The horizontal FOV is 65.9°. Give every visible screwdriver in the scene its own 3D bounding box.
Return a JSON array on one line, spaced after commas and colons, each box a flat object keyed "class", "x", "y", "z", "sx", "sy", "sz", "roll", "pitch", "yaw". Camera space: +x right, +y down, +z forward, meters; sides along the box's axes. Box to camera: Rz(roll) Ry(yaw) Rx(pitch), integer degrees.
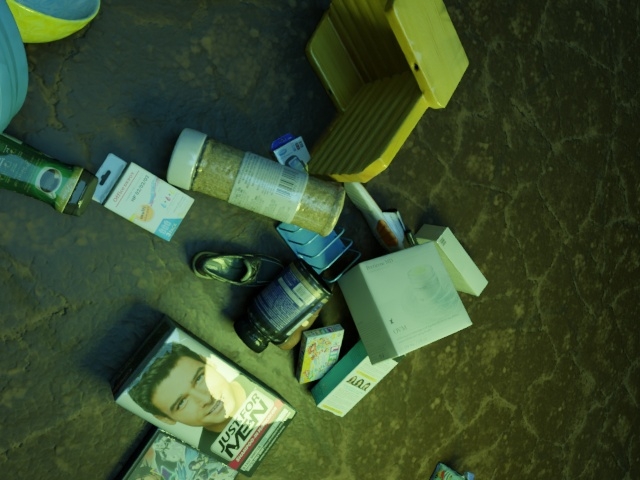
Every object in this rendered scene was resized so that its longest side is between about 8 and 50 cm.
[{"class": "screwdriver", "x": 0.278, "y": 0.039, "z": 1.408, "sx": 0.024, "sy": 0.025, "sz": 0.169, "roll": -39, "pitch": 123, "yaw": -19}]

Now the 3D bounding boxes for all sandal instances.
[{"class": "sandal", "x": 0.162, "y": -0.069, "z": 1.275, "sx": 0.076, "sy": 0.102, "sz": 0.265, "roll": -42, "pitch": 112, "yaw": -16}]

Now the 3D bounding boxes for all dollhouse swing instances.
[{"class": "dollhouse swing", "x": 0.061, "y": -0.336, "z": 1.038, "sx": 0.305, "sy": 0.347, "sz": 0.315, "roll": -41, "pitch": 114, "yaw": -17}]

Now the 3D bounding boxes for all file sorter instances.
[{"class": "file sorter", "x": 0.000, "y": 0.000, "z": 1.195, "sx": 0.118, "sy": 0.105, "sz": 0.170, "roll": -43, "pitch": 115, "yaw": -17}]

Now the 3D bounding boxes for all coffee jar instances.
[{"class": "coffee jar", "x": -0.513, "y": -0.117, "z": 0.906, "sx": 0.185, "sy": 0.079, "sz": 0.096, "roll": 26, "pitch": 84, "yaw": -27}]

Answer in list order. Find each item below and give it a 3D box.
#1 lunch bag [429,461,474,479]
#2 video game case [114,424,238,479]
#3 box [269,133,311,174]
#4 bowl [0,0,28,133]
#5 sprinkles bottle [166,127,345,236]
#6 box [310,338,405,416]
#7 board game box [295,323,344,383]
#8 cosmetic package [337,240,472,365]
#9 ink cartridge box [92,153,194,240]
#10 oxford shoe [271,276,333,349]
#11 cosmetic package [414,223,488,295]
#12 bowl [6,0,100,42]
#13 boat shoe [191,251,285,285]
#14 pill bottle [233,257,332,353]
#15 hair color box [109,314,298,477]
[{"class": "lunch bag", "x": 0.405, "y": 0.835, "z": 1.475, "sx": 0.138, "sy": 0.221, "sz": 0.292, "roll": 23, "pitch": 86, "yaw": -29}, {"class": "video game case", "x": -0.355, "y": 0.589, "z": 1.127, "sx": 0.248, "sy": 0.035, "sz": 0.274, "roll": 40, "pitch": 78, "yaw": -27}, {"class": "box", "x": -0.062, "y": -0.184, "z": 1.177, "sx": 0.081, "sy": 0.028, "sz": 0.136, "roll": -34, "pitch": 114, "yaw": -20}, {"class": "bowl", "x": -0.593, "y": -0.311, "z": 0.687, "sx": 0.391, "sy": 0.392, "sz": 0.077, "roll": 53, "pitch": 40, "yaw": -25}, {"class": "sprinkles bottle", "x": -0.131, "y": -0.117, "z": 1.036, "sx": 0.356, "sy": 0.121, "sz": 0.121, "roll": 20, "pitch": 88, "yaw": -11}, {"class": "box", "x": 0.095, "y": 0.339, "z": 1.268, "sx": 0.101, "sy": 0.060, "sz": 0.244, "roll": 35, "pitch": 103, "yaw": -34}, {"class": "board game box", "x": -0.003, "y": 0.287, "z": 1.248, "sx": 0.104, "sy": 0.026, "sz": 0.153, "roll": -8, "pitch": 124, "yaw": -28}, {"class": "cosmetic package", "x": 0.197, "y": 0.145, "z": 1.177, "sx": 0.224, "sy": 0.138, "sz": 0.224, "roll": -16, "pitch": 74, "yaw": -28}, {"class": "ink cartridge box", "x": -0.366, "y": -0.088, "z": 1.003, "sx": 0.181, "sy": 0.062, "sz": 0.104, "roll": 33, "pitch": 82, "yaw": -28}, {"class": "oxford shoe", "x": -0.040, "y": 0.182, "z": 1.231, "sx": 0.212, "sy": 0.076, "sz": 0.076, "roll": -49, "pitch": 141, "yaw": -11}, {"class": "cosmetic package", "x": 0.375, "y": 0.055, "z": 1.414, "sx": 0.060, "sy": 0.099, "sz": 0.239, "roll": -50, "pitch": 117, "yaw": -16}, {"class": "bowl", "x": -0.529, "y": -0.422, "z": 0.793, "sx": 0.156, "sy": 0.289, "sz": 0.289, "roll": -33, "pitch": 120, "yaw": 27}, {"class": "boat shoe", "x": -0.176, "y": 0.069, "z": 1.125, "sx": 0.224, "sy": 0.073, "sz": 0.080, "roll": 9, "pitch": 93, "yaw": -30}, {"class": "pill bottle", "x": -0.089, "y": 0.153, "z": 1.138, "sx": 0.219, "sy": 0.123, "sz": 0.123, "roll": -42, "pitch": 116, "yaw": 3}, {"class": "hair color box", "x": -0.251, "y": 0.352, "z": 1.105, "sx": 0.374, "sy": 0.114, "sz": 0.185, "roll": 43, "pitch": 77, "yaw": -26}]
